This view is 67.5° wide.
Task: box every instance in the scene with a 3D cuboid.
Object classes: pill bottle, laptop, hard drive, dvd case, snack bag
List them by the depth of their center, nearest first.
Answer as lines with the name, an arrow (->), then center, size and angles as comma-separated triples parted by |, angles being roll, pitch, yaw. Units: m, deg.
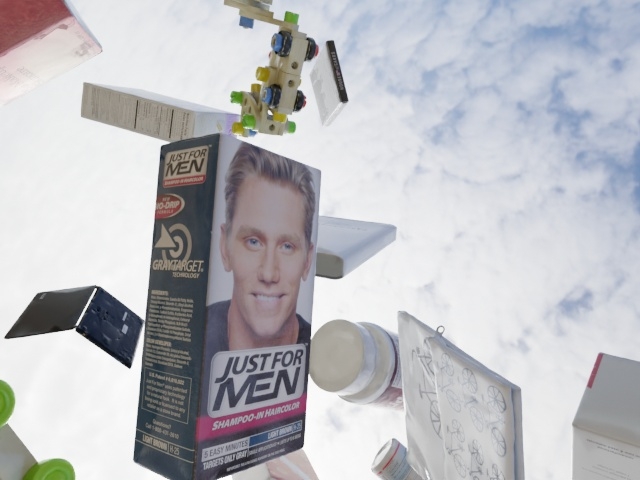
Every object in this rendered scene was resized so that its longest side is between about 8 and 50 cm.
snack bag -> 0.189, 0.288, 0.718 | 0.037, 0.322, 0.342 | -9, -168, -13
hard drive -> 0.000, 0.000, 0.982 | 0.233, 0.353, 0.047 | 9, -77, 22
pill bottle -> 0.193, 0.507, 1.020 | 0.160, 0.087, 0.087 | 39, -91, 8
laptop -> -0.620, 0.230, 1.249 | 0.137, 0.264, 0.234 | -41, -156, 7
pill bottle -> 0.155, 0.358, 1.357 | 0.224, 0.392, 0.224 | -19, -122, 34
dvd case -> 0.022, -0.459, 1.431 | 0.030, 0.239, 0.179 | -14, -90, -13

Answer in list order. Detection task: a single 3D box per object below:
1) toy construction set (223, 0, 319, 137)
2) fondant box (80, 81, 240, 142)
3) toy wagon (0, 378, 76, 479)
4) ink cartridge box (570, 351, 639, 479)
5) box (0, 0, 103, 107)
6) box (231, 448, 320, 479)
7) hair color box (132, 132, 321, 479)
toy construction set -> -0.111, -0.362, 1.015 | 0.151, 0.327, 0.215 | -13, -147, -23
fondant box -> -0.416, -0.332, 1.275 | 0.331, 0.238, 0.096 | 18, -73, 13
toy wagon -> -0.451, 0.220, 0.549 | 0.267, 0.344, 0.068 | -15, -159, 24
ink cartridge box -> 0.685, 0.504, 1.094 | 0.161, 0.384, 0.279 | 8, -151, 37
box -> -0.480, -0.305, 0.716 | 0.232, 0.126, 0.148 | -33, -174, -5
box -> -0.139, 0.773, 1.514 | 0.168, 0.215, 0.345 | -61, -165, -6
hair color box -> -0.098, 0.071, 0.553 | 0.105, 0.174, 0.347 | -1, -97, 37
